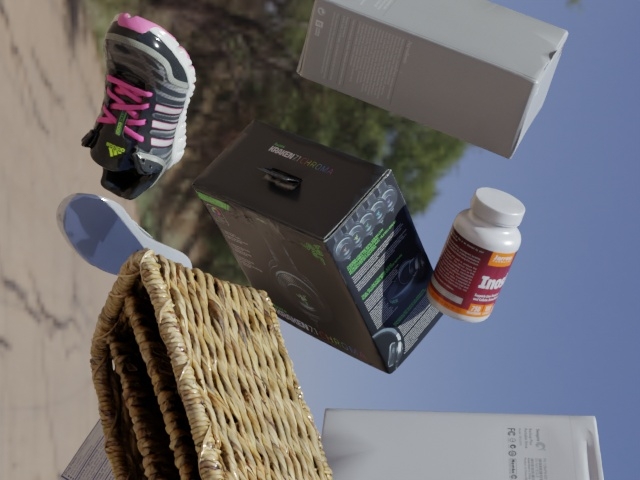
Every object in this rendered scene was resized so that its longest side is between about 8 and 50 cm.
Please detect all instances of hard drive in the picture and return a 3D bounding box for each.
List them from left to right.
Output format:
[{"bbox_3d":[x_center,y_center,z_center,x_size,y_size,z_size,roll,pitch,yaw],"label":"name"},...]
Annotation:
[{"bbox_3d":[0.171,0.303,1.561,0.233,0.352,0.047,-81,170,-55],"label":"hard drive"}]

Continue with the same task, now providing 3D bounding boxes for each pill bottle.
[{"bbox_3d":[0.192,0.017,1.527,0.086,0.086,0.152,-101,-153,-61],"label":"pill bottle"}]

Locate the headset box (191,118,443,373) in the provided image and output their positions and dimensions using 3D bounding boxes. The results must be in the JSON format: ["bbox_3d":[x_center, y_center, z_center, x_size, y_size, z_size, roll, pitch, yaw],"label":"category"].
[{"bbox_3d":[0.000,0.000,1.599,0.246,0.131,0.283,25,-28,39],"label":"headset box"}]

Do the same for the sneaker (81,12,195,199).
[{"bbox_3d":[-0.133,-0.087,0.894,0.075,0.063,0.170,-60,170,-30],"label":"sneaker"}]

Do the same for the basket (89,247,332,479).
[{"bbox_3d":[-0.149,0.192,1.278,0.223,0.213,0.299,23,39,-55],"label":"basket"}]

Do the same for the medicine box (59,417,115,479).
[{"bbox_3d":[-0.277,0.469,2.268,0.289,0.263,0.149,16,-113,48],"label":"medicine box"}]

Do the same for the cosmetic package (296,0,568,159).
[{"bbox_3d":[0.114,-0.188,1.261,0.127,0.238,0.107,-50,162,-48],"label":"cosmetic package"}]

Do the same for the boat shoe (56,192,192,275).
[{"bbox_3d":[-0.300,0.002,1.849,0.267,0.088,0.096,30,80,-48],"label":"boat shoe"}]
